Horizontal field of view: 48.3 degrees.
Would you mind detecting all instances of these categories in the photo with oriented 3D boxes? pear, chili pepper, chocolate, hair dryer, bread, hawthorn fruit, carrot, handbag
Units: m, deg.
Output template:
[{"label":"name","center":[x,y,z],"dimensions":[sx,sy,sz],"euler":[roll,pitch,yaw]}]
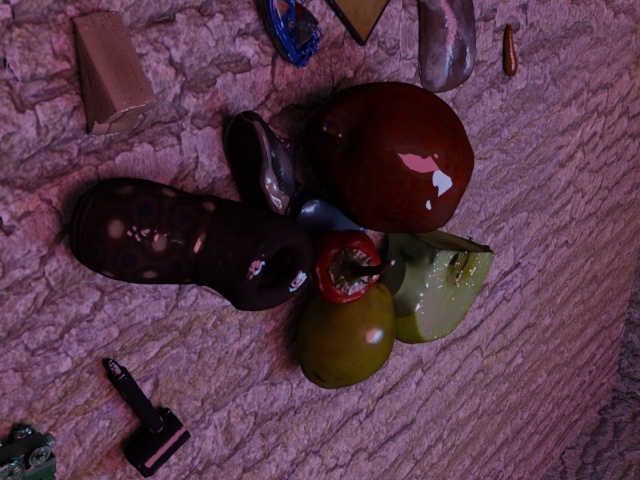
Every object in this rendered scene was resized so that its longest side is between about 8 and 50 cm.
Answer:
[{"label":"pear","center":[0.055,0.198,1.518],"dimensions":[0.212,0.212,0.269],"euler":[0,120,-49]},{"label":"chili pepper","center":[0.039,0.050,1.270],"dimensions":[0.338,0.131,0.135],"euler":[-78,-173,-84]},{"label":"chocolate","center":[0.294,-0.451,1.577],"dimensions":[0.157,0.080,0.254],"euler":[-33,130,-35]},{"label":"hair dryer","center":[-0.323,0.304,1.248],"dimensions":[0.114,0.070,0.248],"euler":[-44,132,-26]},{"label":"bread","center":[-0.310,-0.238,1.030],"dimensions":[0.077,0.105,0.152],"euler":[-24,93,-40]},{"label":"hawthorn fruit","center":[0.121,-0.157,1.364],"dimensions":[0.324,0.308,0.309],"euler":[6,106,-14]},{"label":"carrot","center":[0.485,-0.479,1.824],"dimensions":[0.035,0.035,0.142],"euler":[-36,127,-33]},{"label":"handbag","center":[0.000,0.000,1.471],"dimensions":[0.229,0.062,0.179],"euler":[14,97,-51]},{"label":"pear","center":[0.249,0.111,1.730],"dimensions":[0.286,0.176,0.282],"euler":[3,107,-45]}]

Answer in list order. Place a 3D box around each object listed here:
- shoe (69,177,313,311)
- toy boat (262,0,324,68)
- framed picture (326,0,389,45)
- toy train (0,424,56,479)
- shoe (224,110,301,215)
[{"label":"shoe","center":[-0.183,0.014,1.127],"dimensions":[0.384,0.237,0.171],"euler":[9,101,-51]},{"label":"toy boat","center":[-0.037,-0.371,1.212],"dimensions":[0.091,0.110,0.175],"euler":[-54,138,-16]},{"label":"framed picture","center":[0.102,-0.580,1.345],"dimensions":[0.255,0.014,0.339],"euler":[40,77,-50]},{"label":"toy train","center":[-0.488,0.354,1.079],"dimensions":[0.178,0.071,0.105],"euler":[-20,133,-44]},{"label":"shoe","center":[-0.094,-0.144,1.277],"dimensions":[0.112,0.099,0.228],"euler":[-45,140,-35]}]
